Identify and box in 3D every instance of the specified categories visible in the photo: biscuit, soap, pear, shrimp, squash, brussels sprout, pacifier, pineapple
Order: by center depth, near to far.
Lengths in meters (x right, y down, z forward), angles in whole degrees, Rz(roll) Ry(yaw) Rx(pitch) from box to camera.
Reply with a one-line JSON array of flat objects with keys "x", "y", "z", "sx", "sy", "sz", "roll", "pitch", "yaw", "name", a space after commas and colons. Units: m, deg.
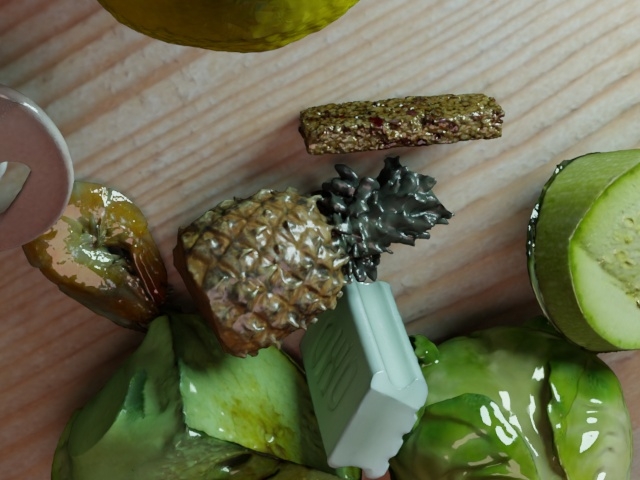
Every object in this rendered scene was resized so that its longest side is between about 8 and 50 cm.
[{"x": -0.383, "y": -0.070, "z": 1.154, "sx": 0.332, "sy": 0.273, "sz": 0.220, "roll": 24, "pitch": 98, "yaw": -22, "name": "pacifier"}, {"x": 0.079, "y": -0.115, "z": 1.287, "sx": 0.199, "sy": 0.064, "sz": 0.034, "roll": -7, "pitch": 121, "yaw": -5, "name": "biscuit"}, {"x": 0.000, "y": 0.000, "z": 1.302, "sx": 0.279, "sy": 0.158, "sz": 0.158, "roll": -26, "pitch": 122, "yaw": -9, "name": "pineapple"}, {"x": 0.318, "y": 0.016, "z": 1.315, "sx": 0.220, "sy": 0.133, "sz": 0.220, "roll": -3, "pitch": 96, "yaw": -32, "name": "squash"}, {"x": -0.207, "y": 0.023, "z": 1.332, "sx": 0.115, "sy": 0.051, "sz": 0.217, "roll": -42, "pitch": 116, "yaw": 13, "name": "shrimp"}, {"x": 0.040, "y": 0.133, "z": 1.350, "sx": 0.066, "sy": 0.198, "sz": 0.119, "roll": 17, "pitch": 116, "yaw": -20, "name": "soap"}, {"x": -0.148, "y": 0.231, "z": 1.393, "sx": 0.286, "sy": 0.176, "sz": 0.282, "roll": 24, "pitch": 122, "yaw": -39, "name": "pear"}, {"x": 0.196, "y": 0.206, "z": 1.393, "sx": 0.259, "sy": 0.294, "sz": 0.227, "roll": -25, "pitch": 152, "yaw": -18, "name": "brussels sprout"}]

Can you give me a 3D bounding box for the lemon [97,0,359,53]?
[{"x": -0.062, "y": -0.285, "z": 1.047, "sx": 0.322, "sy": 0.268, "sz": 0.268, "roll": -2, "pitch": 121, "yaw": 5, "name": "lemon"}]
